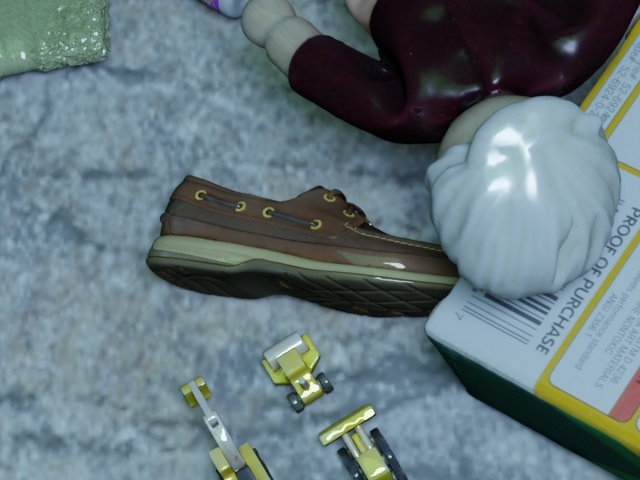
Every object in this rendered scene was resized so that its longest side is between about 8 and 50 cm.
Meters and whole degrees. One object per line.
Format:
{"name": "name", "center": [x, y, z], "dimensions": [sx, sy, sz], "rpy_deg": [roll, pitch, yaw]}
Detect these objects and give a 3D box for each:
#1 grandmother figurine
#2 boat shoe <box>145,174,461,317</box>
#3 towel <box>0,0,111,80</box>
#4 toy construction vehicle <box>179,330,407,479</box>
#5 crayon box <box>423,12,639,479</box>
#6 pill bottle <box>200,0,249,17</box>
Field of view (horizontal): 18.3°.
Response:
{"name": "grandmother figurine", "center": [0.069, -0.116, 0.982], "dimensions": [0.208, 0.104, 0.342], "rpy_deg": [-24, 50, 12]}
{"name": "boat shoe", "center": [0.000, 0.000, 1.016], "dimensions": [0.178, 0.064, 0.060], "rpy_deg": [7, 73, 15]}
{"name": "towel", "center": [-0.174, -0.157, 1.125], "dimensions": [0.110, 0.027, 0.148], "rpy_deg": [-13, 67, 4]}
{"name": "toy construction vehicle", "center": [-0.016, 0.096, 0.998], "dimensions": [0.086, 0.035, 0.098], "rpy_deg": [-29, 68, -2]}
{"name": "crayon box", "center": [0.237, 0.045, 0.914], "dimensions": [0.323, 0.083, 0.203], "rpy_deg": [28, 76, 33]}
{"name": "pill bottle", "center": [-0.071, -0.159, 1.099], "dimensions": [0.083, 0.043, 0.043], "rpy_deg": [31, 78, 19]}
